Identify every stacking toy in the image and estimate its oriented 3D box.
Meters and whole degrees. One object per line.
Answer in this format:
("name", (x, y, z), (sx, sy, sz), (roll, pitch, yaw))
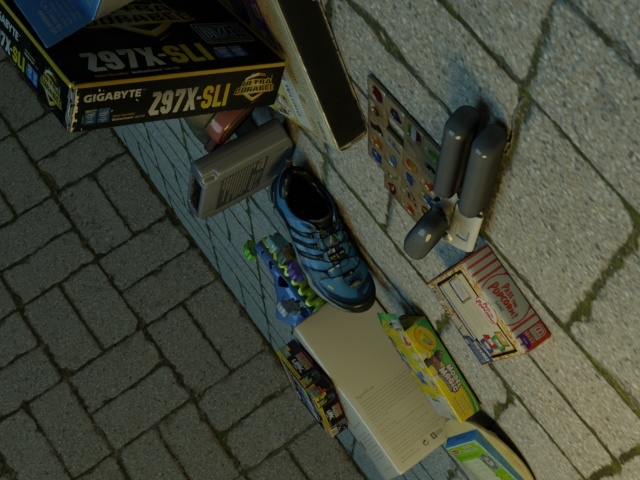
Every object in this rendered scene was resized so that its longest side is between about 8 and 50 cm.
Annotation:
("stacking toy", (-0.069, 0.032, 2.101), (0.221, 0.052, 0.167), (55, 127, 27))

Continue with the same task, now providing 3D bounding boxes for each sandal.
("sandal", (-0.056, 0.131, 2.206), (0.317, 0.138, 0.126), (55, -157, 17))

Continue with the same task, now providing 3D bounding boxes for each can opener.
("can opener", (0.159, -0.051, 1.168), (0.074, 0.093, 0.280), (36, 157, 15))

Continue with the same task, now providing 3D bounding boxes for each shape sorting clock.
("shape sorting clock", (0.305, 0.392, 1.775), (0.206, 0.040, 0.206), (36, 156, 19))

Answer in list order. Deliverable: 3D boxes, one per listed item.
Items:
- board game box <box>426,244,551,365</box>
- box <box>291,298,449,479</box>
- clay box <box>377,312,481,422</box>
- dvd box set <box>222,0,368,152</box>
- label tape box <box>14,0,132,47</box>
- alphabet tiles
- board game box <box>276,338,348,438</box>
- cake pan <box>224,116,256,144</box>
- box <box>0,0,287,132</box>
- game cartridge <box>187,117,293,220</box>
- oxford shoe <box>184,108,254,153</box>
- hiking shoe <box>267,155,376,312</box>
("board game box", (0.225, 0.094, 1.365), (0.147, 0.045, 0.193), (56, 167, 4))
("box", (0.107, 0.284, 1.979), (0.345, 0.168, 0.215), (53, 167, 11))
("clay box", (0.189, 0.212, 1.764), (0.222, 0.053, 0.127), (59, 167, -5))
("dvd box set", (-0.101, -0.331, 1.493), (0.420, 0.062, 0.308), (39, 158, 52))
("label tape box", (-0.262, -0.428, 1.231), (0.241, 0.333, 0.106), (53, 165, 14))
("alphabet tiles", (0.126, -0.094, 1.358), (0.198, 0.009, 0.237), (51, 166, 23))
("board game box", (-0.015, 0.293, 1.958), (0.141, 0.048, 0.170), (49, 166, 36))
("cake pan", (-0.198, -0.238, 2.080), (0.293, 0.054, 0.293), (52, 166, 18))
("box", (-0.247, -0.263, 1.349), (0.257, 0.322, 0.079), (49, 136, 33))
("game cartridge", (-0.148, -0.130, 1.836), (0.062, 0.198, 0.297), (55, 164, 6))
("oxford shoe", (-0.195, -0.243, 1.759), (0.130, 0.123, 0.348), (42, 173, -6))
("hiking shoe", (0.000, 0.000, 1.803), (0.304, 0.113, 0.132), (55, 168, 6))
